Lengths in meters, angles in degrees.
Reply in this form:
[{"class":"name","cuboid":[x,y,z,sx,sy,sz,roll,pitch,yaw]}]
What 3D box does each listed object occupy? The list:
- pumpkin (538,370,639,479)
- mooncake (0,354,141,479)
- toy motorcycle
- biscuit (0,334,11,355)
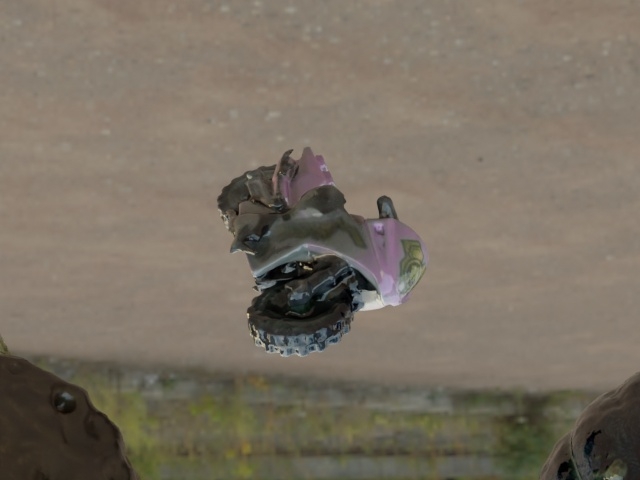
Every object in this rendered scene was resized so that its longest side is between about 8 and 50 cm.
[{"class":"pumpkin","cuboid":[0.352,0.272,1.114,0.363,0.364,0.266,-4,-164,2]},{"class":"mooncake","cuboid":[-0.321,0.252,1.202,0.324,0.324,0.187,6,143,-36]},{"class":"toy motorcycle","cuboid":[0.000,0.000,1.347,0.188,0.327,0.143,-19,123,-1]},{"class":"biscuit","cuboid":[-0.490,0.248,1.794,0.250,0.147,0.046,-50,147,16]}]
